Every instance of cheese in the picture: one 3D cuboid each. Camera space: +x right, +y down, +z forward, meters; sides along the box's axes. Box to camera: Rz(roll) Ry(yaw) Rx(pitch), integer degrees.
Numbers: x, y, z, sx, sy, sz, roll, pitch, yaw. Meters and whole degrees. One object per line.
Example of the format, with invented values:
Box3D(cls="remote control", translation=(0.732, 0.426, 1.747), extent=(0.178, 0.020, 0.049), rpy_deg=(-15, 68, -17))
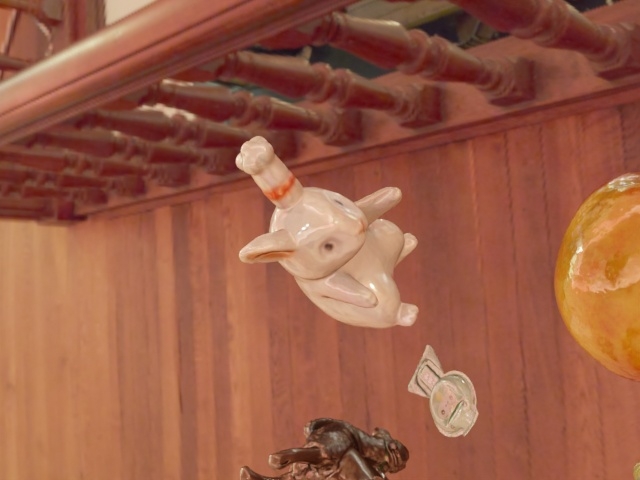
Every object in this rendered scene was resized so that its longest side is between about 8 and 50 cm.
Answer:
Box3D(cls="cheese", translation=(0.131, 0.163, 0.881), extent=(0.067, 0.026, 0.120), rpy_deg=(-66, 28, 12))

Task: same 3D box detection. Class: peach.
Box3D(cls="peach", translation=(0.506, 0.060, 1.245), extent=(0.308, 0.308, 0.332), rpy_deg=(4, 95, 45))

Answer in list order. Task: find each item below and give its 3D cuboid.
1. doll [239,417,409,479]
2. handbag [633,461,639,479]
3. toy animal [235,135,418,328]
Box3D(cls="doll", translation=(0.026, 0.195, 0.663), extent=(0.139, 0.165, 0.057), rpy_deg=(42, 117, 31))
Box3D(cls="handbag", translation=(0.722, 0.492, 1.480), extent=(0.263, 0.222, 0.241), rpy_deg=(-26, 40, 21))
Box3D(cls="toy animal", translation=(0.016, 0.003, 0.918), extent=(0.138, 0.282, 0.140), rpy_deg=(-2, 62, 24))
